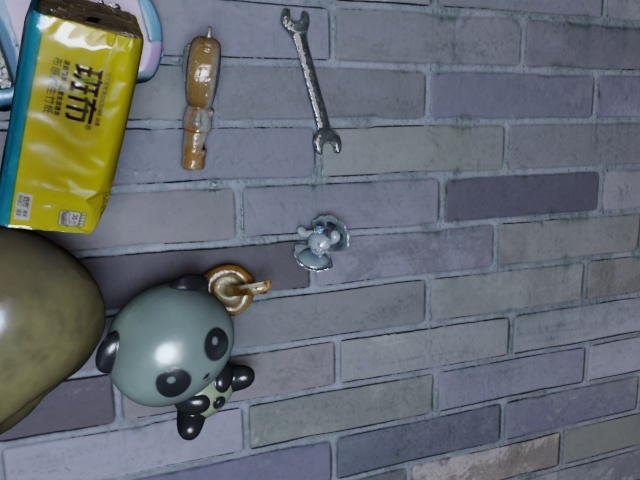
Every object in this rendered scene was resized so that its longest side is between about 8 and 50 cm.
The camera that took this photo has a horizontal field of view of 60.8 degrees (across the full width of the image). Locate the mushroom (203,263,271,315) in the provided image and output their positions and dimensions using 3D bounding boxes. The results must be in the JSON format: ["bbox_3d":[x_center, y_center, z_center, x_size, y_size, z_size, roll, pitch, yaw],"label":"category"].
[{"bbox_3d":[-0.135,0.083,0.917,0.129,0.073,0.088,-5,86,20],"label":"mushroom"}]

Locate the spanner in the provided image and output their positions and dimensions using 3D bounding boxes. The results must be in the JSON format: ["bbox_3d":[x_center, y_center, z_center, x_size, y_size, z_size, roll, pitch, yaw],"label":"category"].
[{"bbox_3d":[-0.015,-0.269,0.936,0.054,0.015,0.255,-20,105,-15],"label":"spanner"}]

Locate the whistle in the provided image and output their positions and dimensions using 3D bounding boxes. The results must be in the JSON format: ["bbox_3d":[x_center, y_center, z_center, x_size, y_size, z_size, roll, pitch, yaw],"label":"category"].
[{"bbox_3d":[-0.190,-0.217,0.845,0.057,0.107,0.220,6,112,-13],"label":"whistle"}]

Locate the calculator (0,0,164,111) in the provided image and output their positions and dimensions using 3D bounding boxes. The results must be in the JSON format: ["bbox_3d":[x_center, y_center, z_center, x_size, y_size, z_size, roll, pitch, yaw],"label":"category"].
[{"bbox_3d":[-0.377,-0.292,0.785,0.293,0.051,0.173,-17,106,-16],"label":"calculator"}]

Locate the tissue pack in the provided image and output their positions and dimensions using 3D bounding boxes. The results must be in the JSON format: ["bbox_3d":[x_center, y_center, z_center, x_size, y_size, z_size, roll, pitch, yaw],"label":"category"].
[{"bbox_3d":[-0.325,-0.167,0.709,0.134,0.192,0.271,9,118,-30],"label":"tissue pack"}]

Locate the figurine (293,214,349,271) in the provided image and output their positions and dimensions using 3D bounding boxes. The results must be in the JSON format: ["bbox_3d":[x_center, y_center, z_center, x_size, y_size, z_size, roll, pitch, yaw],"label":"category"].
[{"bbox_3d":[0.000,0.000,0.957,0.082,0.094,0.086,-27,145,-52],"label":"figurine"}]

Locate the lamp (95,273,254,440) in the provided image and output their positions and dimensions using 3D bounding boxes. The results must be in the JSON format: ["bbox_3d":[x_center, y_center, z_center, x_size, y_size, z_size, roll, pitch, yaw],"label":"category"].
[{"bbox_3d":[-0.217,0.180,0.847,0.197,0.198,0.244,-32,125,-12],"label":"lamp"}]

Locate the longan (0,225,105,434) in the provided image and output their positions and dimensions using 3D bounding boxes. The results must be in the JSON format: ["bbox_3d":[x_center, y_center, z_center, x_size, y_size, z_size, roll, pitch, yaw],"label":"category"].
[{"bbox_3d":[-0.460,0.123,0.707,0.350,0.288,0.288,-29,108,-4],"label":"longan"}]
